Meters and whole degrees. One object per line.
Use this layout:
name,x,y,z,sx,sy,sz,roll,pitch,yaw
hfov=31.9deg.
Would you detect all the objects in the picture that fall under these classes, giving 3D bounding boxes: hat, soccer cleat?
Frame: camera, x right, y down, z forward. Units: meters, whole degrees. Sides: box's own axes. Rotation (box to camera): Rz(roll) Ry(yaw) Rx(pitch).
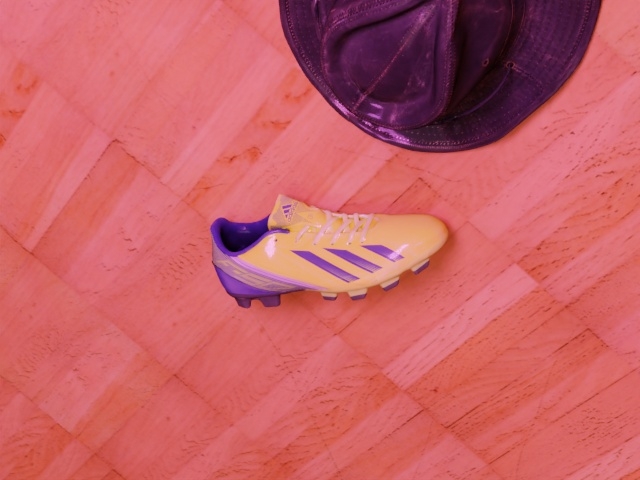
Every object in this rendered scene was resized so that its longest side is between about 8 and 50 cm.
hat,0.085,-0.202,1.038,0.331,0.134,0.331,13,126,18
soccer cleat,-0.001,0.001,1.241,0.289,0.093,0.121,-10,110,29
